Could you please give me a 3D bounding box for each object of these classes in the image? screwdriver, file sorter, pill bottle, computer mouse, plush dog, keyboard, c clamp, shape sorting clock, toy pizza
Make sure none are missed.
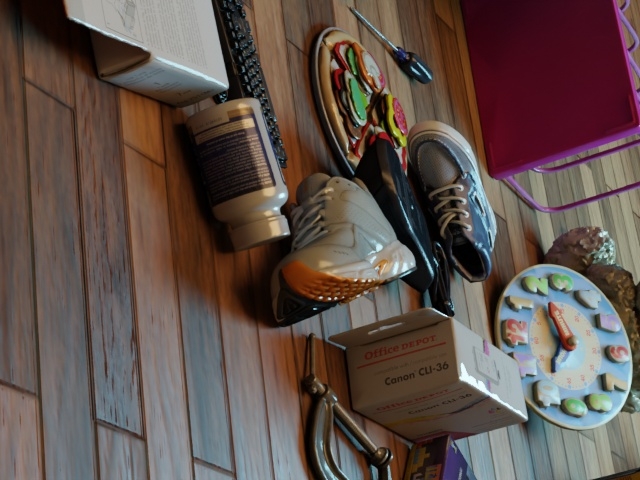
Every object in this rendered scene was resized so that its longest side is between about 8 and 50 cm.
[{"bbox_3d":[0.078,-0.227,1.957,0.170,0.024,0.025,37,11,-42],"label":"screwdriver"},{"bbox_3d":[0.329,-0.208,2.257,0.182,0.202,0.291,37,40,-54],"label":"file sorter"},{"bbox_3d":[-0.066,-0.055,1.442,0.067,0.067,0.120,-7,79,-66],"label":"pill bottle"},{"bbox_3d":[0.082,0.030,1.723,0.262,0.060,0.184,59,19,-53],"label":"computer mouse"},{"bbox_3d":[0.409,0.103,2.164,0.262,0.225,0.210,68,23,-7],"label":"plush dog"},{"bbox_3d":[-0.074,-0.153,1.556,0.108,0.023,0.180,-1,72,-65],"label":"keyboard"},{"bbox_3d":[0.028,0.181,1.528,0.161,0.022,0.137,54,28,-32],"label":"c clamp"},{"bbox_3d":[0.292,0.125,2.033,0.206,0.040,0.206,12,64,-25],"label":"shape sorting clock"},{"bbox_3d":[0.051,-0.133,1.803,0.201,0.032,0.201,46,34,-44],"label":"toy pizza"}]

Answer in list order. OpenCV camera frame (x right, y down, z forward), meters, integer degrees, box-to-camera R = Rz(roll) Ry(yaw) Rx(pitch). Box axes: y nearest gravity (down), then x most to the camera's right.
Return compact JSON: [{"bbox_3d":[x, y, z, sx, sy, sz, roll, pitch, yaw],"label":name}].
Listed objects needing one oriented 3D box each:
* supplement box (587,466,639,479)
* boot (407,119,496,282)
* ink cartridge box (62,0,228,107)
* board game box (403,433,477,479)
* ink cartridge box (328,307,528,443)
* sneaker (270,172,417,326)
[{"bbox_3d":[0.377,0.372,2.044,0.081,0.104,0.188,-2,75,-65],"label":"supplement box"},{"bbox_3d":[0.150,-0.042,1.902,0.190,0.069,0.086,56,26,-36],"label":"boot"},{"bbox_3d":[-0.177,-0.262,1.366,0.239,0.060,0.275,15,60,-61],"label":"ink cartridge box"},{"bbox_3d":[0.125,0.293,1.623,0.141,0.048,0.170,60,25,-26],"label":"board game box"},{"bbox_3d":[0.102,0.132,1.610,0.198,0.115,0.067,34,43,-53],"label":"ink cartridge box"},{"bbox_3d":[0.000,0.000,1.535,0.121,0.099,0.262,64,15,4],"label":"sneaker"}]
